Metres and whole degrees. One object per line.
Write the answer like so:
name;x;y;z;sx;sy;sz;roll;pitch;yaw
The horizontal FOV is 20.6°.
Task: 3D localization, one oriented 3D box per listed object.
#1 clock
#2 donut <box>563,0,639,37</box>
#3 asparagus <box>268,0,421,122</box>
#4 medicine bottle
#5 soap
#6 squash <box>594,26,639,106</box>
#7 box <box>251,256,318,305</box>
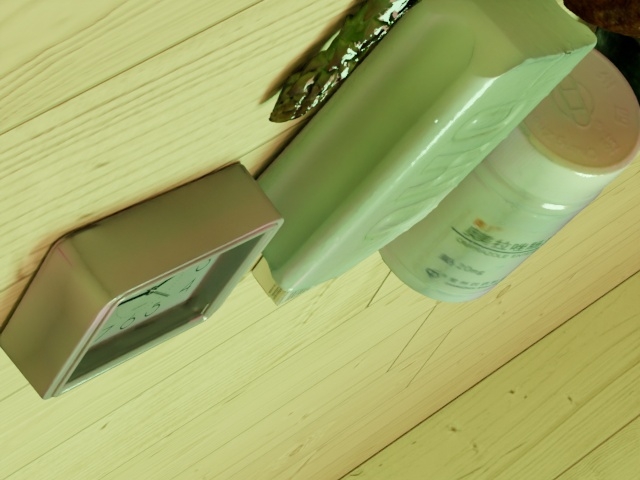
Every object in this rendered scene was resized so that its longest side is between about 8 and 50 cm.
clock;-0.137;0.032;1.349;0.197;0.063;0.150;-26;162;-43
donut;0.314;-0.234;1.489;0.112;0.151;0.295;-20;161;-26
asparagus;0.018;-0.138;1.258;0.165;0.030;0.036;-44;175;23
medicine bottle;0.166;-0.062;1.608;0.152;0.152;0.254;-29;169;-36
soap;0.073;-0.089;1.427;0.289;0.095;0.173;-46;164;32
squash;0.360;-0.181;1.718;0.218;0.172;0.218;-30;133;-37
box;0.000;0.000;1.650;0.089;0.043;0.125;-26;162;-42
